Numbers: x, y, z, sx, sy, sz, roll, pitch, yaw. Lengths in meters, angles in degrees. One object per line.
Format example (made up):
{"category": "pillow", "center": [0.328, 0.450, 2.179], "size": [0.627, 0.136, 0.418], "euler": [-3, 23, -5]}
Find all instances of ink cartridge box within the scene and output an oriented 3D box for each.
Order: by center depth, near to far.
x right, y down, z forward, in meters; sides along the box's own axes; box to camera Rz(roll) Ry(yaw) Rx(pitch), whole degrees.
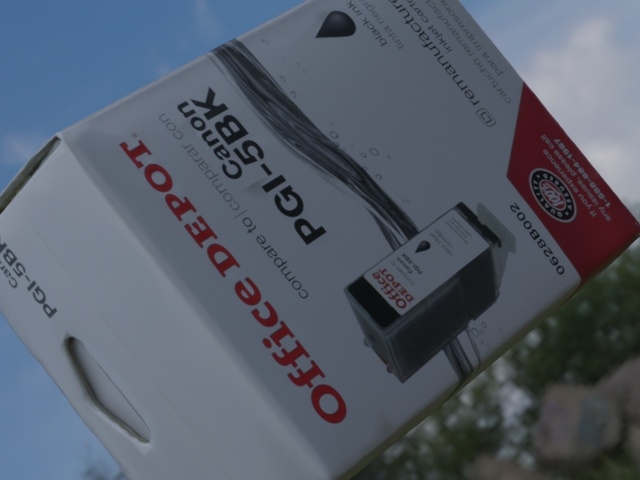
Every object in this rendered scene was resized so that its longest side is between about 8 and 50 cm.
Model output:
{"category": "ink cartridge box", "center": [0.000, 0.000, 0.460], "size": [0.135, 0.099, 0.056], "euler": [-35, -6, -44]}
